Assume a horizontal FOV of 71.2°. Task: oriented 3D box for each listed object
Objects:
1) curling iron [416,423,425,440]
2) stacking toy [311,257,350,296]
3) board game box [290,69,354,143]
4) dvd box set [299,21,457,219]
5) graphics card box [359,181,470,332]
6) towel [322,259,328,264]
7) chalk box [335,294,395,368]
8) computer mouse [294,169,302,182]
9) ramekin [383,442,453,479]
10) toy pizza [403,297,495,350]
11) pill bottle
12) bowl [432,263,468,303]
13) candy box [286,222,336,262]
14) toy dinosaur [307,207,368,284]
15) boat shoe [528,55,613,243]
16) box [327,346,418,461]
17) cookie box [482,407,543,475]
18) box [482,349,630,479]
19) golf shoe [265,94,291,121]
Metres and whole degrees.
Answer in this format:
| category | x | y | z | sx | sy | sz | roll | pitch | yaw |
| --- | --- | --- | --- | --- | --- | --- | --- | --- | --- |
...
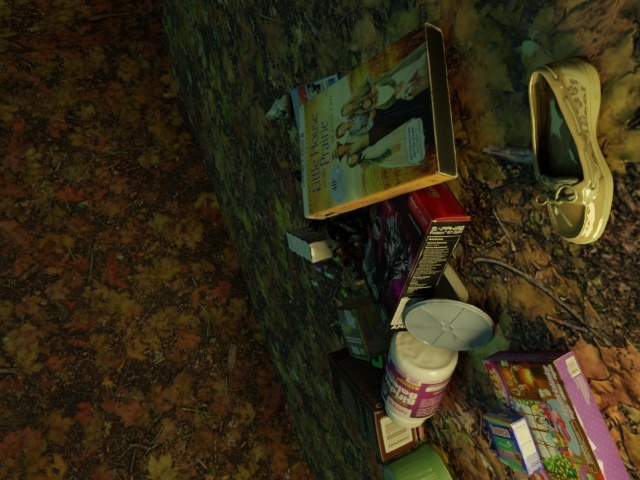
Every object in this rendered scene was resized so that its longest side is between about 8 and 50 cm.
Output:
| category | x | y | z | sx | sy | sz | roll | pitch | yaw |
| --- | --- | --- | --- | --- | --- | --- | --- | --- | --- |
| curling iron | 0.291 | 0.506 | 1.384 | 0.068 | 0.035 | 0.274 | 27 | 131 | 59 |
| stacking toy | 0.018 | 0.107 | 1.635 | 0.221 | 0.052 | 0.167 | 21 | 134 | 53 |
| board game box | 0.037 | -0.307 | 1.294 | 0.302 | 0.086 | 0.308 | 21 | 125 | 62 |
| dvd box set | 0.099 | -0.235 | 0.999 | 0.420 | 0.062 | 0.307 | -13 | 77 | 51 |
| graphics card box | 0.200 | 0.016 | 1.055 | 0.232 | 0.094 | 0.370 | -108 | 21 | -44 |
| towel | -0.007 | 0.029 | 1.717 | 0.148 | 0.027 | 0.110 | 60 | 155 | 26 |
| chalk box | 0.159 | 0.291 | 1.406 | 0.132 | 0.132 | 0.213 | -14 | 94 | 66 |
| computer mouse | -0.037 | -0.202 | 1.613 | 0.242 | 0.041 | 0.071 | 52 | 167 | 49 |
| ramekin | 0.305 | 0.783 | 1.327 | 0.303 | 0.148 | 0.303 | 164 | 90 | -80 |
| toy pizza | 0.291 | 0.188 | 1.021 | 0.201 | 0.201 | 0.032 | 103 | -175 | -51 |
| pill bottle | 0.254 | 0.374 | 1.203 | 0.169 | 0.169 | 0.301 | 50 | 149 | 42 |
| bowl | 0.292 | 0.115 | 1.074 | 0.142 | 0.053 | 0.142 | 60 | 155 | 25 |
| candy box | 0.000 | 0.000 | 1.501 | 0.196 | 0.165 | 0.070 | 25 | 127 | 61 |
| toy dinosaur | 0.067 | -0.028 | 1.342 | 0.322 | 0.164 | 0.218 | 54 | 180 | 37 |
| boat shoe | 0.366 | -0.125 | 0.683 | 0.105 | 0.089 | 0.285 | 9 | 115 | 64 |
| box | 0.165 | 0.527 | 1.511 | 0.381 | 0.143 | 0.191 | -149 | 46 | -63 |
| cookie box | 0.396 | 0.413 | 0.926 | 0.107 | 0.040 | 0.092 | 71 | 161 | 3 |
| box | 0.457 | 0.364 | 0.879 | 0.293 | 0.057 | 0.201 | 69 | 158 | 7 |
| golf shoe | -0.149 | -0.484 | 1.639 | 0.176 | 0.069 | 0.086 | 13 | 98 | 61 |
